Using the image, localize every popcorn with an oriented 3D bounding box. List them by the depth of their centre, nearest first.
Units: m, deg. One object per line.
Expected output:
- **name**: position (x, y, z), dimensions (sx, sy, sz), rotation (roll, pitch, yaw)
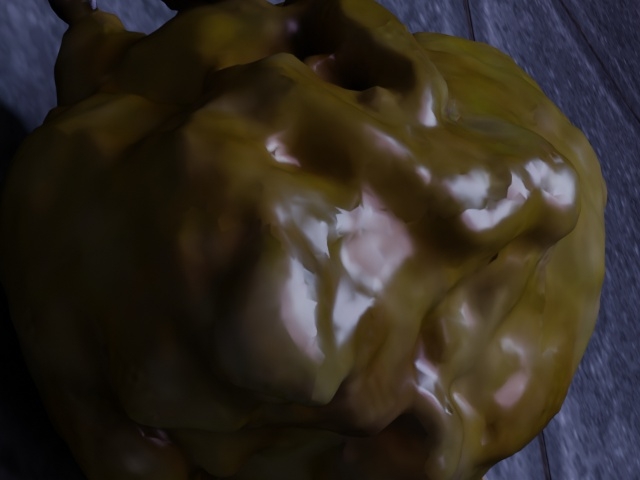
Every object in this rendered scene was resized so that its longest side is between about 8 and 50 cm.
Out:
- **popcorn**: position (0.001, 0.001, 0.635), dimensions (0.253, 0.190, 0.191), rotation (-92, 158, -53)

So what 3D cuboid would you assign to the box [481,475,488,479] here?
- **box**: position (0.113, 0.217, 0.868), dimensions (0.247, 0.033, 0.129), rotation (60, 9, -18)
